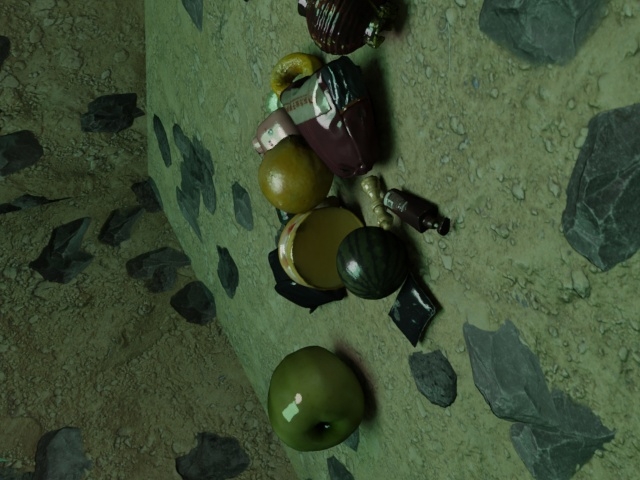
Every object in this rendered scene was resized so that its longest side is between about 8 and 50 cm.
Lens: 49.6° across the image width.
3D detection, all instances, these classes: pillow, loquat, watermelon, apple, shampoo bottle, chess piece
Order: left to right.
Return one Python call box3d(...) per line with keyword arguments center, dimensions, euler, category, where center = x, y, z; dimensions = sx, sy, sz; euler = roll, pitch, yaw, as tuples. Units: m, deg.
box3d(center=(-0.074, -0.192, 2.076), dimensions=(0.244, 0.244, 0.243), euler=(43, 141, 47), category="loquat")
box3d(center=(-0.022, 0.560, 2.451), dimensions=(0.357, 0.357, 0.357), euler=(43, 141, 47), category="apple")
box3d(center=(0.146, 0.064, 1.941), dimensions=(0.212, 0.212, 0.212), euler=(43, 141, 47), category="watermelon")
box3d(center=(0.165, -0.101, 1.944), dimensions=(0.060, 0.060, 0.172), euler=(109, 148, -52), category="chess piece")
box3d(center=(0.260, 0.201, 1.975), dimensions=(0.141, 0.055, 0.208), euler=(56, 149, 27), category="pillow")
box3d(center=(0.253, -0.073, 1.812), dimensions=(0.236, 0.067, 0.068), euler=(39, 148, 50), category="shampoo bottle")

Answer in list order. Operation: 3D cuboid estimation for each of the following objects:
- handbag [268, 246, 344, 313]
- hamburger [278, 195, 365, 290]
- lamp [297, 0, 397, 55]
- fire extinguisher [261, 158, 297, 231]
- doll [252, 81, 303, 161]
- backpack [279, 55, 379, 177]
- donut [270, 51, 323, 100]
box3d(center=(-0.066, 0.134, 2.456), dimensions=(0.302, 0.178, 0.274), euler=(-23, 84, 65), category="handbag")
box3d(center=(0.000, 0.000, 2.170), dimensions=(0.186, 0.261, 0.302), euler=(-165, 79, -66), category="hamburger")
box3d(center=(0.070, -0.570, 1.702), dimensions=(0.247, 0.247, 0.246), euler=(43, 141, 47), category="lamp")
box3d(center=(-0.131, -0.154, 2.492), dimensions=(0.095, 0.115, 0.311), euler=(-14, 94, 69), category="fire extinguisher")
box3d(center=(-0.091, -0.354, 2.243), dimensions=(0.268, 0.216, 0.284), euler=(-32, 93, 39), category="doll")
box3d(center=(0.056, -0.327, 1.911), dimensions=(0.317, 0.197, 0.283), euler=(60, 158, -11), category="backpack")
box3d(center=(-0.078, -0.497, 2.106), dimensions=(0.178, 0.065, 0.162), euler=(-18, 70, 26), category="donut")
